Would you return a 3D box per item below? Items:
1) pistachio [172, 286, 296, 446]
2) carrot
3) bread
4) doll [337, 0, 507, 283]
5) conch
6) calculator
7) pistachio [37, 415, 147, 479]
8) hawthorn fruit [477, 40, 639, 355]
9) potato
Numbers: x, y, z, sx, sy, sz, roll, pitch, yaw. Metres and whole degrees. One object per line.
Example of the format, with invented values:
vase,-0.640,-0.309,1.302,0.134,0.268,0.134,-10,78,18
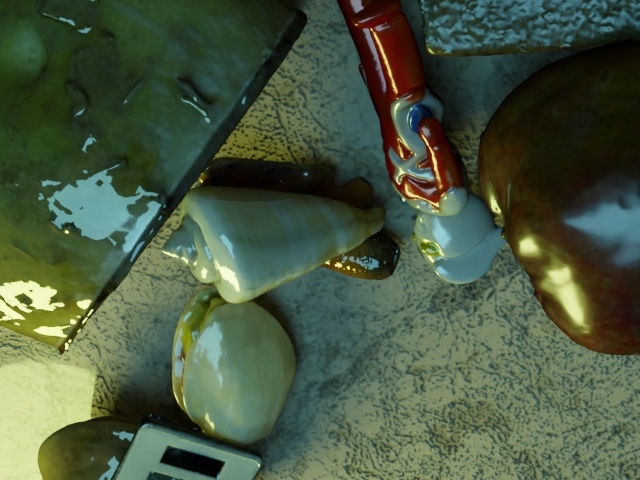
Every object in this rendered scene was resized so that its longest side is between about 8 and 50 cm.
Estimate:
pistachio,-0.103,0.146,1.818,0.145,0.117,0.200,-14,111,-22
carrot,0.000,0.000,1.741,0.186,0.060,0.060,16,120,13
bread,0.305,-0.262,1.461,0.416,0.165,0.113,-4,122,16
doll,0.100,-0.107,1.598,0.099,0.188,0.384,-28,122,-1
conch,-0.055,-0.003,1.658,0.255,0.158,0.127,2,126,-30
calculator,-0.187,0.328,1.824,0.161,0.021,0.262,19,113,-19
pistachio,-0.213,0.297,1.897,0.260,0.163,0.213,0,140,5
hawthorn fruit,0.317,-0.056,1.493,0.308,0.308,0.325,36,119,-6
potato,-0.259,-0.132,1.533,0.319,0.385,0.442,33,99,-5
